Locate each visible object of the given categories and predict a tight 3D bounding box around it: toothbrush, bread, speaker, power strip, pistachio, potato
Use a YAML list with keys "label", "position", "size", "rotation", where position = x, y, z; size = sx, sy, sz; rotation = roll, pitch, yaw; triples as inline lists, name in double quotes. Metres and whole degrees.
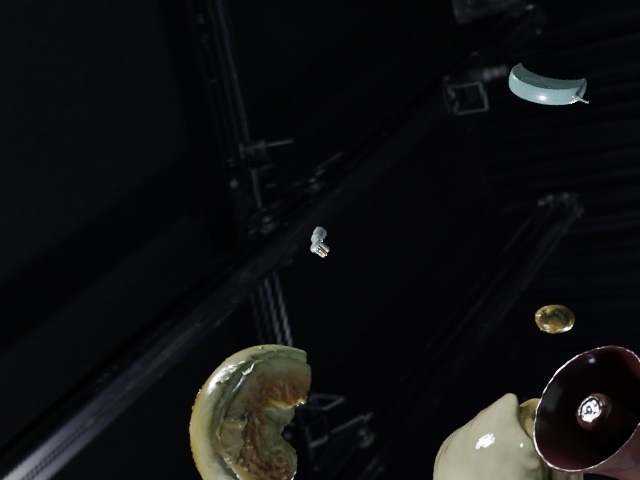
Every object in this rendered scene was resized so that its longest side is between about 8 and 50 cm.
- label: "toothbrush"
  position: [-0.002, -0.001, 1.647]
  size: [0.030, 0.342, 0.025]
  rotation: [37, -86, -4]
- label: "bread"
  position: [-0.138, 0.333, 1.555]
  size: [0.192, 0.171, 0.314]
  rotation: [12, -106, -31]
- label: "speaker"
  position: [0.498, 0.316, 1.248]
  size: [0.329, 0.259, 0.198]
  rotation: [35, -98, -16]
- label: "power strip"
  position: [0.561, -0.377, 2.197]
  size: [0.137, 0.216, 0.044]
  rotation: [-39, -39, -45]
- label: "pistachio"
  position: [0.394, 0.505, 1.893]
  size: [0.281, 0.445, 0.365]
  rotation: [18, -96, -10]
- label: "potato"
  position: [0.411, 0.137, 1.566]
  size: [0.083, 0.040, 0.051]
  rotation: [-6, -114, -35]
